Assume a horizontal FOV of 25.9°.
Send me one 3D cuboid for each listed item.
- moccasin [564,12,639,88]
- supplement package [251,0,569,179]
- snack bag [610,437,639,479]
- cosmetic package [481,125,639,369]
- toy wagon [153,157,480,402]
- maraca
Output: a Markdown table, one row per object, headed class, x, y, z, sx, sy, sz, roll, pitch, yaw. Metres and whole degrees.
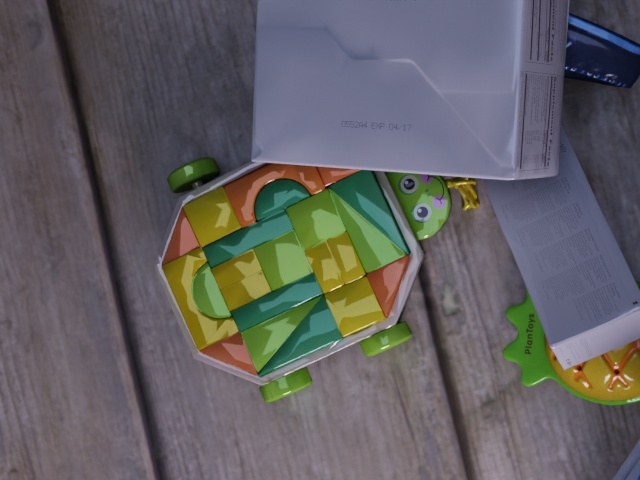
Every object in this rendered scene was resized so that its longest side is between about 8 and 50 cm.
| class | x | y | z | sx | sy | sz | roll | pitch | yaw |
| --- | --- | --- | --- | --- | --- | --- | --- | --- | --- |
| moccasin | 0.158 | -0.198 | 1.418 | 0.342 | 0.137 | 0.117 | 20 | 97 | 25 |
| supplement package | 0.085 | -0.167 | 1.300 | 0.261 | 0.145 | 0.204 | 6 | 97 | 25 |
| snack bag | 0.458 | 0.236 | 1.307 | 0.323 | 0.037 | 0.342 | 36 | 61 | 10 |
| cosmetic package | 0.237 | 0.001 | 1.365 | 0.098 | 0.060 | 0.239 | -25 | 53 | 11 |
| toy wagon | 0.000 | 0.000 | 1.460 | 0.344 | 0.068 | 0.267 | -25 | 85 | 9 |
| maraca | 0.272 | 0.099 | 1.394 | 0.185 | 0.099 | 0.127 | 3 | 84 | 29 |
